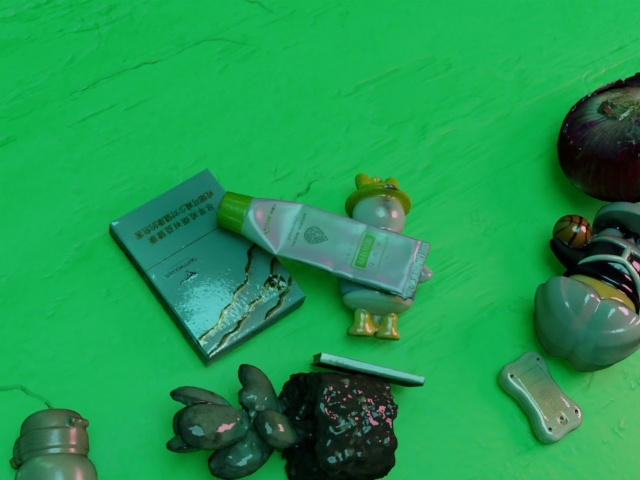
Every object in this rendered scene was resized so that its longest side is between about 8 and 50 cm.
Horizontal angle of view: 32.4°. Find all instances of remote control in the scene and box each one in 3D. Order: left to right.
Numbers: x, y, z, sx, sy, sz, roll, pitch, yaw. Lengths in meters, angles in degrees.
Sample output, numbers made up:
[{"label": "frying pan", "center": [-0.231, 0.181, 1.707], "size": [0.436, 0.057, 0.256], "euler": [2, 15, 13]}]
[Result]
[{"label": "remote control", "center": [0.296, 0.211, 1.485], "size": [0.074, 0.032, 0.122], "euler": [-27, 74, -23]}]

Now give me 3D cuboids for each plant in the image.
[{"label": "plant", "center": [-0.048, 0.222, 1.339], "size": [0.274, 0.146, 0.149], "euler": [4, 68, -10]}]

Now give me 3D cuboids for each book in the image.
[{"label": "book", "center": [0.058, 0.166, 1.416], "size": [0.135, 0.103, 0.017], "euler": [14, 80, -5]}]

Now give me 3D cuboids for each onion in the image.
[{"label": "onion", "center": [0.469, -0.144, 1.604], "size": [0.248, 0.248, 0.161], "euler": [-40, 109, -25]}]

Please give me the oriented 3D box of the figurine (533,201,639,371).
[{"label": "figurine", "center": [0.381, 0.062, 1.521], "size": [0.176, 0.133, 0.236], "euler": [26, 60, 11]}]

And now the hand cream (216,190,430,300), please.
[{"label": "hand cream", "center": [0.000, 0.001, 1.437], "size": [0.275, 0.050, 0.079], "euler": [18, 95, 8]}]

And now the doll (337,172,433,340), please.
[{"label": "doll", "center": [0.079, 0.015, 1.494], "size": [0.135, 0.099, 0.241], "euler": [-6, 62, 16]}]

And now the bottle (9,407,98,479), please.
[{"label": "bottle", "center": [-0.310, 0.302, 1.278], "size": [0.110, 0.097, 0.209], "euler": [-22, 63, 25]}]

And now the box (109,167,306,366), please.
[{"label": "box", "center": [-0.151, 0.033, 1.465], "size": [0.162, 0.041, 0.229], "euler": [-33, 75, -24]}]
